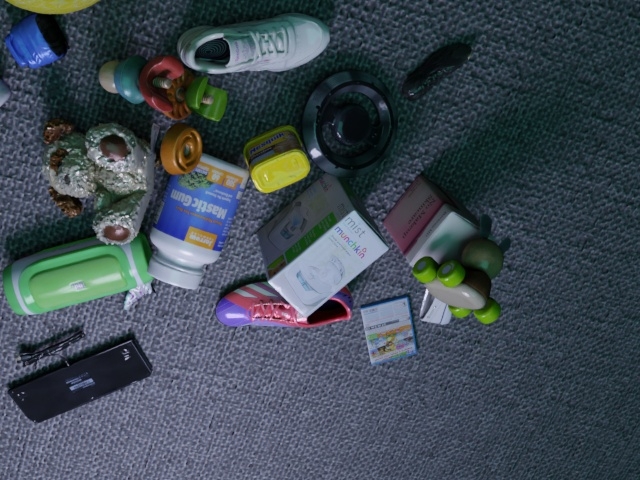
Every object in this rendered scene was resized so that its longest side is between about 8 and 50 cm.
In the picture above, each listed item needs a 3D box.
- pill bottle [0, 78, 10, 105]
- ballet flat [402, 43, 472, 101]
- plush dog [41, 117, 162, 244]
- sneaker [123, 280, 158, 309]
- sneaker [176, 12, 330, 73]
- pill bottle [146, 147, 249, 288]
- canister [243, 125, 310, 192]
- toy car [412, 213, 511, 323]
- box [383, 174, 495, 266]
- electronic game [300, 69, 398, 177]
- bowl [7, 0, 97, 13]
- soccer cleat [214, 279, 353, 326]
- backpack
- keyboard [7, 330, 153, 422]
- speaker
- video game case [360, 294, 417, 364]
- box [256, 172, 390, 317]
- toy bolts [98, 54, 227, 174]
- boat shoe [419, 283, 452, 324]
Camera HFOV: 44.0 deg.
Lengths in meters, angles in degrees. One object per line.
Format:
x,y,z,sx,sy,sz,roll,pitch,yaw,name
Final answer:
-0.724,-0.325,1.471,0.146,0.146,0.264,-39,114,8,pill bottle
0.248,-0.363,1.692,0.173,0.057,0.049,-34,156,6,ballet flat
-0.453,-0.149,1.598,0.226,0.210,0.262,10,122,6,plush dog
-0.401,0.120,1.784,0.069,0.038,0.098,18,110,-16,sneaker
-0.126,-0.373,1.555,0.305,0.152,0.114,-11,113,-7,sneaker
-0.262,-0.043,1.641,0.152,0.152,0.271,19,92,-18,pill bottle
-0.092,-0.169,1.640,0.126,0.170,0.073,-23,116,0,canister
0.309,0.044,1.595,0.155,0.149,0.188,43,72,-28,toy car
0.252,-0.022,1.732,0.127,0.232,0.148,32,104,-22,box
0.064,-0.245,1.679,0.230,0.048,0.229,-7,106,-25,electronic game
-0.493,-0.506,1.410,0.290,0.289,0.156,13,154,-15,bowl
-0.081,0.153,1.813,0.319,0.116,0.108,-5,114,-8,soccer cleat
-0.538,-0.373,1.497,0.101,0.120,0.098,-29,116,3,backpack
-0.573,0.299,1.837,0.317,0.033,0.201,-23,122,-1,keyboard
-0.513,0.068,1.694,0.297,0.131,0.131,-15,115,-3,speaker
0.169,0.221,1.945,0.119,0.015,0.166,-14,115,-5,video game case
0.000,0.000,1.681,0.231,0.262,0.127,-40,114,9,box
-0.320,-0.255,1.511,0.228,0.159,0.218,36,69,-61,toy bolts
0.284,0.105,1.876,0.076,0.083,0.226,0,114,-11,boat shoe
